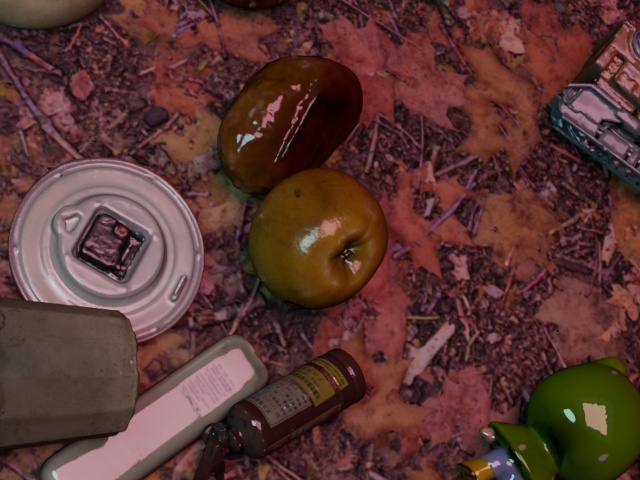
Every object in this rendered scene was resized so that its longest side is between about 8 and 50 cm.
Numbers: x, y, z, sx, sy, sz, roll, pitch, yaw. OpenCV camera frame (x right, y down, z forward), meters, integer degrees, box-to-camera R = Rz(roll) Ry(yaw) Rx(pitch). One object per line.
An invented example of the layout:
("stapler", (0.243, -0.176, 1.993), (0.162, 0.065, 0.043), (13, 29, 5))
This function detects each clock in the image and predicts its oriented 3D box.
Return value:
("clock", (-0.259, 0.013, 1.586), (0.244, 0.056, 0.244), (6, 69, -17))

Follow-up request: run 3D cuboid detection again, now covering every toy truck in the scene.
("toy truck", (0.503, -0.142, 1.886), (0.338, 0.133, 0.184), (42, 73, 1))

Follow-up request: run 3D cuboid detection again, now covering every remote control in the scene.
("remote control", (-0.191, 0.218, 1.547), (0.309, 0.038, 0.090), (-35, 88, -26))

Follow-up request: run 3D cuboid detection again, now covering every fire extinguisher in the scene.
("fire extinguisher", (-0.055, 0.229, 1.565), (0.252, 0.075, 0.106), (-27, 105, -33))

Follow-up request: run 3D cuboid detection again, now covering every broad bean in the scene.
("broad bean", (-0.042, -0.152, 1.691), (0.228, 0.156, 0.122), (-42, 47, -21))

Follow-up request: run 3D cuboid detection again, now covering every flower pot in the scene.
("flower pot", (-0.321, 0.148, 1.443), (0.203, 0.212, 0.212), (2, 71, -29))

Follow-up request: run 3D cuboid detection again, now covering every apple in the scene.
("apple", (0.000, 0.000, 1.618), (0.182, 0.155, 0.182), (-8, 108, -27))

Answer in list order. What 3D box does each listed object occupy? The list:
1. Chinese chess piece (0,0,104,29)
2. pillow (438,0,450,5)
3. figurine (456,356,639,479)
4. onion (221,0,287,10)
("Chinese chess piece", (-0.370, -0.394, 1.664), (0.250, 0.103, 0.249), (7, 70, -19))
("pillow", (0.136, -0.436, 1.880), (0.181, 0.078, 0.134), (28, 64, -10))
("figurine", (0.307, 0.258, 1.669), (0.263, 0.143, 0.162), (-28, 77, -16))
("onion", (-0.088, -0.406, 1.750), (0.184, 0.147, 0.184), (1, 83, -12))
